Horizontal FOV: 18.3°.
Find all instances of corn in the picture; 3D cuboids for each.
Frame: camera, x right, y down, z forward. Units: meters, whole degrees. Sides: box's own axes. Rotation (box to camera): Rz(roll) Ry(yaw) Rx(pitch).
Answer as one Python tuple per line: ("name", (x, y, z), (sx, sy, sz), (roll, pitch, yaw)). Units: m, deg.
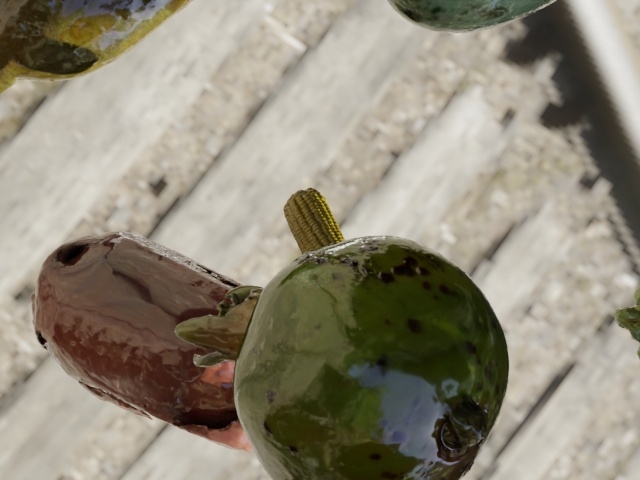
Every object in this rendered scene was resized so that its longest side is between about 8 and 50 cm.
("corn", (0.000, 0.000, 1.520), (0.037, 0.092, 0.037), (-20, 154, -10))

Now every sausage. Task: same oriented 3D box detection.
("sausage", (-0.139, 0.087, 1.777), (0.152, 0.280, 0.152), (-38, 140, -41))

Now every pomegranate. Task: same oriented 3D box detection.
("pomegranate", (0.008, 0.095, 1.375), (0.198, 0.246, 0.198), (-2, 90, -75))

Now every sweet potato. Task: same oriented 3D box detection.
("sweet potato", (-0.110, -0.261, 1.585), (0.423, 0.130, 0.130), (-41, 147, -15))

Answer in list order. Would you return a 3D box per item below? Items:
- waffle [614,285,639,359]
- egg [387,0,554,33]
("waffle", (0.419, 0.112, 2.048), (0.214, 0.208, 0.054), (-29, 166, -32))
("egg", (0.125, -0.245, 1.456), (0.228, 0.177, 0.177), (-55, 152, -25))
